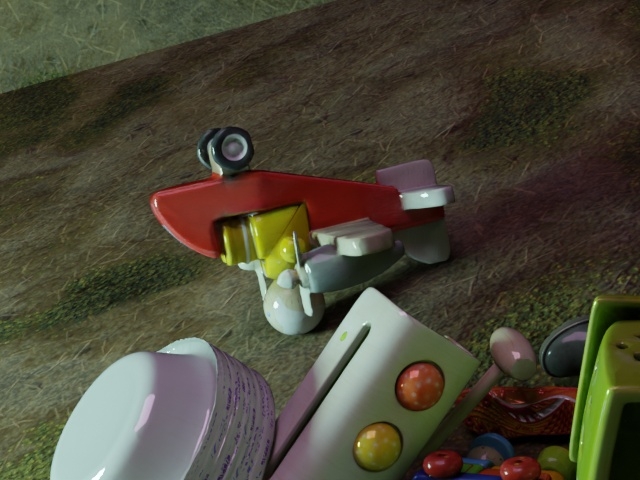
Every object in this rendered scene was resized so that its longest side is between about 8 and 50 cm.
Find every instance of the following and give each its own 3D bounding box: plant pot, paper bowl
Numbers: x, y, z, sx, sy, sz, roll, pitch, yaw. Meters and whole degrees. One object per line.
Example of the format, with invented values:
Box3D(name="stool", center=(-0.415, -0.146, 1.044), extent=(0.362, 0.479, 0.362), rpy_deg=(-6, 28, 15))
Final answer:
Box3D(name="plant pot", center=(0.348, 0.177, 1.461), extent=(0.228, 0.227, 0.207), rpy_deg=(2, 29, -1))
Box3D(name="paper bowl", center=(-0.191, 0.238, 1.746), extent=(0.284, 0.148, 0.284), rpy_deg=(-41, 29, 29))

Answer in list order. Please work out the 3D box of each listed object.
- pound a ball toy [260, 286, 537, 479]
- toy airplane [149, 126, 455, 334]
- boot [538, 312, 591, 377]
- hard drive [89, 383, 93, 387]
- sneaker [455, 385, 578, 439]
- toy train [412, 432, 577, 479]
Box3D(name="pound a ball toy", center=(0.088, 0.206, 1.703), extent=(0.319, 0.208, 0.136), rpy_deg=(-55, 26, 2))
Box3D(name="toy airplane", center=(0.000, 0.000, 2.185), extent=(0.384, 0.272, 0.386), rpy_deg=(9, 0, 30))
Box3D(name="boot", center=(0.358, 0.144, 1.763), extent=(0.190, 0.076, 0.208), rpy_deg=(-21, 24, 1))
Box3D(name="hard drive", center=(-0.281, 0.227, 2.165), extent=(0.094, 0.022, 0.135), rpy_deg=(-18, 25, 7))
Box3D(name="sneaker", center=(0.237, 0.196, 1.799), extent=(0.175, 0.064, 0.067), rpy_deg=(1, 11, 33))
Box3D(name="toy train", center=(0.235, 0.260, 1.631), extent=(0.248, 0.105, 0.143), rpy_deg=(0, 15, 30))
